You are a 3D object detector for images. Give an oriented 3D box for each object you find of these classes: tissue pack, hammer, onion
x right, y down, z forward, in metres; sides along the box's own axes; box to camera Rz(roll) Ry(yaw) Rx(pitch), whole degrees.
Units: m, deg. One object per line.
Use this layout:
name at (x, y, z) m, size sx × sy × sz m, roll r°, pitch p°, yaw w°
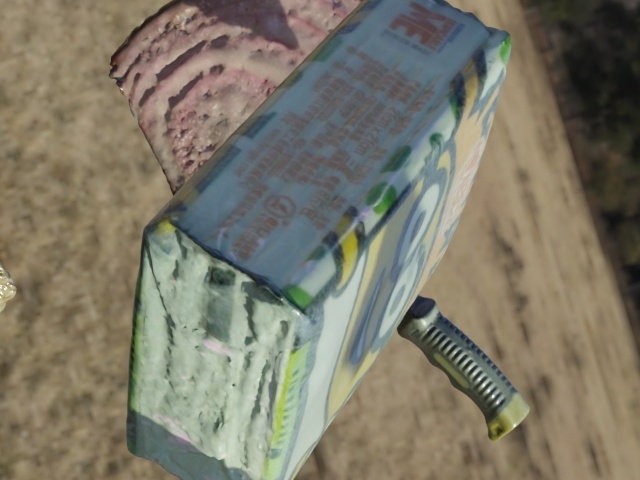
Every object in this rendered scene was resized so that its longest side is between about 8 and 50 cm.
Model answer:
tissue pack at (0.000, 0.000, 1.106) m, size 0.311 × 0.128 × 0.228 m, roll -51°, pitch 162°, yaw -41°
hammer at (0.129, 0.110, 1.730) m, size 0.226 × 0.041 × 0.159 m, roll 47°, pitch -28°, yaw 2°
onion at (-0.021, -0.110, 1.408) m, size 0.250 × 0.247 × 0.111 m, roll 64°, pitch 15°, yaw 5°

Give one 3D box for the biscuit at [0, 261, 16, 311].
biscuit at (-0.361, 0.014, 1.581) m, size 0.168 × 0.070 × 0.082 m, roll 33°, pitch -24°, yaw 34°
